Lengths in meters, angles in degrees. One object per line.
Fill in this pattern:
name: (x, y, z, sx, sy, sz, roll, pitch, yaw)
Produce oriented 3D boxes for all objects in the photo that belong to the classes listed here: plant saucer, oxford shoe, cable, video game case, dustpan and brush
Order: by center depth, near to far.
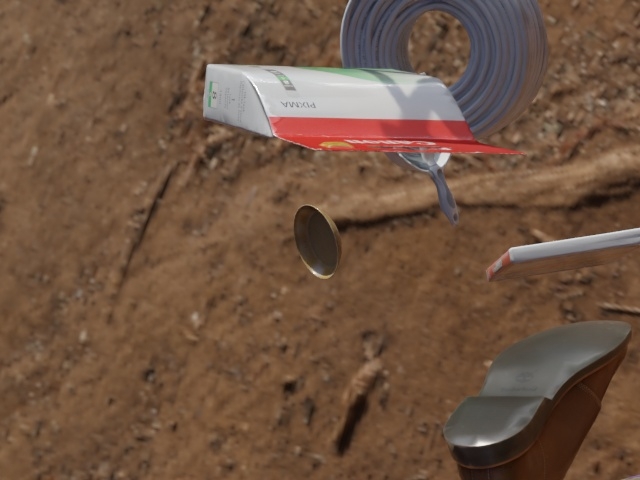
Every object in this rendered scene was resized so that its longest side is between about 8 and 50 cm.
oxford shoe: (0.149, 0.114, 0.855, 0.076, 0.212, 0.076, -2, 111, 39)
plant saucer: (0.000, 0.000, 1.385, 0.083, 0.015, 0.083, 33, 132, 46)
cable: (0.150, -0.242, 1.606, 0.257, 0.089, 0.257, -5, 100, 26)
dustpan and brush: (0.143, -0.119, 1.767, 0.060, 0.147, 0.211, -5, 102, 49)
video game case: (0.369, 0.024, 1.959, 0.285, 0.204, 0.025, 85, 176, -82)

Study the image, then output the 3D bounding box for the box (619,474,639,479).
box: (0.242, 0.218, 0.513, 0.177, 0.290, 0.279, -14, 80, 32)

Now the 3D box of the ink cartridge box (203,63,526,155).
ink cartridge box: (0.030, -0.106, 1.018, 0.224, 0.181, 0.056, 20, 109, 62)
